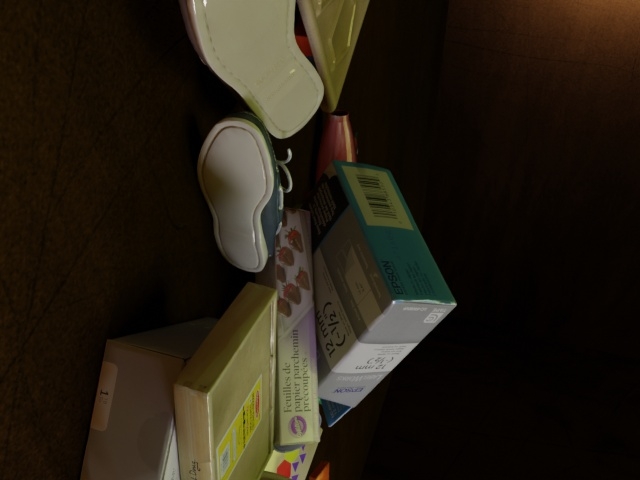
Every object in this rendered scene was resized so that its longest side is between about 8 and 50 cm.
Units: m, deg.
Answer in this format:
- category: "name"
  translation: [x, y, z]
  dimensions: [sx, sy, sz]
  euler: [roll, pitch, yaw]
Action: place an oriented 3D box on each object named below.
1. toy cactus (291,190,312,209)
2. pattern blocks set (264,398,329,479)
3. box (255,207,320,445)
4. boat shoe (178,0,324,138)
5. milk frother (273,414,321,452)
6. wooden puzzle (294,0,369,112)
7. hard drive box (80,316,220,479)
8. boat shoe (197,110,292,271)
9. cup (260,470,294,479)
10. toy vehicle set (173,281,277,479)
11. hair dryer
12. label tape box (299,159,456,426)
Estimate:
- category: "toy cactus"
  translation: [0.000, 0.000, 1.110]
  dimensions: [0.180, 0.112, 0.219]
  euler: [-47, 149, 14]
- category: "pattern blocks set"
  translation: [-0.071, 0.387, 1.110]
  dimensions: [0.285, 0.026, 0.324]
  euler: [57, 49, -35]
- category: "box"
  translation: [-0.049, 0.115, 0.884]
  dimensions: [0.067, 0.063, 0.323]
  euler: [-24, -116, 54]
- category: "boat shoe"
  translation: [-0.081, -0.218, 0.647]
  dimensions: [0.116, 0.097, 0.324]
  euler: [-45, 160, -3]
- category: "milk frother"
  translation: [-0.059, 0.270, 0.992]
  dimensions: [0.143, 0.135, 0.129]
  euler: [23, 106, -43]
- category: "wooden puzzle"
  translation: [0.018, -0.407, 0.923]
  dimensions: [0.348, 0.081, 0.321]
  euler: [75, 31, -70]
- category: "hard drive box"
  translation: [-0.155, 0.191, 0.717]
  dimensions: [0.232, 0.089, 0.180]
  euler: [8, 94, -76]
- category: "boat shoe"
  translation: [-0.083, -0.062, 0.768]
  dimensions: [0.254, 0.095, 0.079]
  euler: [87, 22, -50]
- category: "cup"
  translation: [-0.114, 0.487, 0.773]
  dimensions: [0.237, 0.331, 0.331]
  euler: [-58, -179, 38]
- category: "toy vehicle set"
  translation: [-0.096, 0.201, 0.693]
  dimensions: [0.166, 0.035, 0.266]
  euler: [-57, 155, -55]
- category: "hair dryer"
  translation: [0.034, -0.155, 1.240]
  dimensions: [0.293, 0.080, 0.223]
  euler: [82, 9, -69]
- category: "label tape box"
  translation: [0.018, 0.092, 0.948]
  dimensions: [0.347, 0.115, 0.249]
  euler: [-53, -136, 37]
